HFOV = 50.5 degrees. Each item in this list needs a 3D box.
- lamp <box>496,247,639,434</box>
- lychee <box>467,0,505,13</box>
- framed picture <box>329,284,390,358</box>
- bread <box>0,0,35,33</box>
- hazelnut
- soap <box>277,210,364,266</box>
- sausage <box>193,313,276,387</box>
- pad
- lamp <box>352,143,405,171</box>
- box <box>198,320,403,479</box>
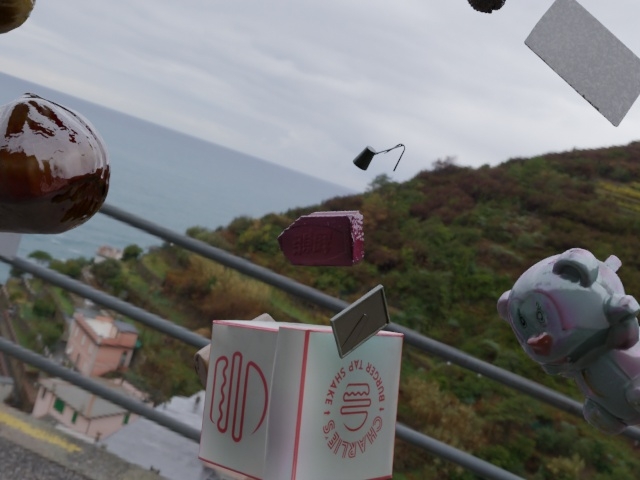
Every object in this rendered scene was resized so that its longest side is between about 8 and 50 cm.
[{"bbox_3d":[0.472,0.147,1.155,0.301,0.247,0.247,46,-27,8],"label":"lamp"},{"bbox_3d":[0.298,-0.437,1.192,0.083,0.068,0.067,-5,36,12],"label":"lychee"},{"bbox_3d":[0.052,0.105,0.877,0.089,0.066,0.006,-33,36,-25],"label":"framed picture"},{"bbox_3d":[-0.499,-0.421,0.935,0.196,0.176,0.246,65,8,16],"label":"bread"},{"bbox_3d":[-0.430,-0.116,1.036,0.229,0.230,0.229,18,5,-2],"label":"hazelnut"},{"bbox_3d":[0.000,0.000,1.994,0.249,0.162,0.099,-2,11,27],"label":"soap"},{"bbox_3d":[-0.227,0.309,1.869,0.252,0.123,0.123,-29,23,-15],"label":"sausage"},{"bbox_3d":[0.495,-0.336,1.247,0.235,0.158,0.003,41,-19,-4],"label":"pad"},{"bbox_3d":[0.114,-0.163,1.289,0.041,0.054,0.121,49,31,22],"label":"lamp"},{"bbox_3d":[-0.040,0.330,1.429,0.299,0.313,0.314,1,-7,43],"label":"box"}]
